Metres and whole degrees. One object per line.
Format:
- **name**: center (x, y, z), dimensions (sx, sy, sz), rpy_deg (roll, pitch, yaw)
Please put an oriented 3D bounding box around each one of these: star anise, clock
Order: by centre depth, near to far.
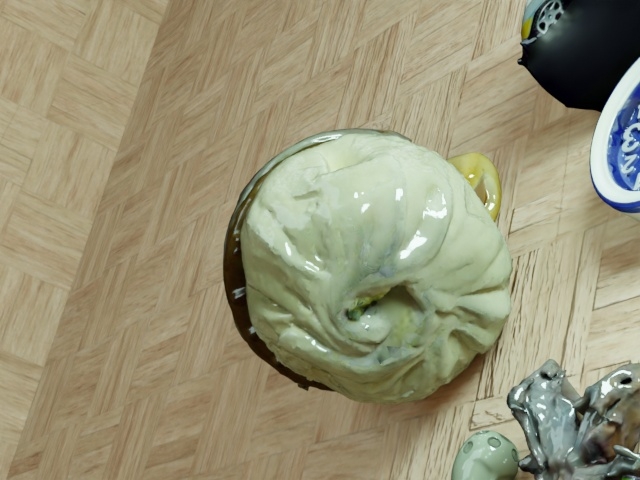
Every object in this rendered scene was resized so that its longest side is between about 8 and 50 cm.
- **star anise**: center (0.268, 0.235, 1.519), dimensions (0.198, 0.110, 0.258), rpy_deg (-28, 48, 53)
- **clock**: center (0.408, -0.125, 1.635), dimensions (0.230, 0.083, 0.230), rpy_deg (-42, 34, 37)

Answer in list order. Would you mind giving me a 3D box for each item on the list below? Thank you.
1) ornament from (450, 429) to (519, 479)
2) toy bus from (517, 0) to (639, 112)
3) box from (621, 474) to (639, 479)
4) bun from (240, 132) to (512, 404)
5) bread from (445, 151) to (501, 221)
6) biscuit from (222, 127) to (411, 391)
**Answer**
- **ornament**: center (0.175, 0.295, 1.685), dimensions (0.156, 0.074, 0.081), rpy_deg (-59, 14, 6)
- **toy bus**: center (0.404, -0.337, 1.766), dimensions (0.386, 0.171, 0.162), rpy_deg (-47, 18, 33)
- **box**: center (0.283, 0.398, 1.315), dimensions (0.134, 0.097, 0.346), rpy_deg (12, 74, 36)
- **bun**: center (0.069, 0.045, 1.798), dimensions (0.360, 0.359, 0.211), rpy_deg (-60, 17, 8)
- **bread**: center (0.181, -0.045, 2.001), dimensions (0.173, 0.085, 0.134), rpy_deg (-14, 54, 61)
- **biscuit**: center (0.000, 0.030, 1.952), dimensions (0.115, 0.268, 0.366), rpy_deg (-128, 42, -71)
